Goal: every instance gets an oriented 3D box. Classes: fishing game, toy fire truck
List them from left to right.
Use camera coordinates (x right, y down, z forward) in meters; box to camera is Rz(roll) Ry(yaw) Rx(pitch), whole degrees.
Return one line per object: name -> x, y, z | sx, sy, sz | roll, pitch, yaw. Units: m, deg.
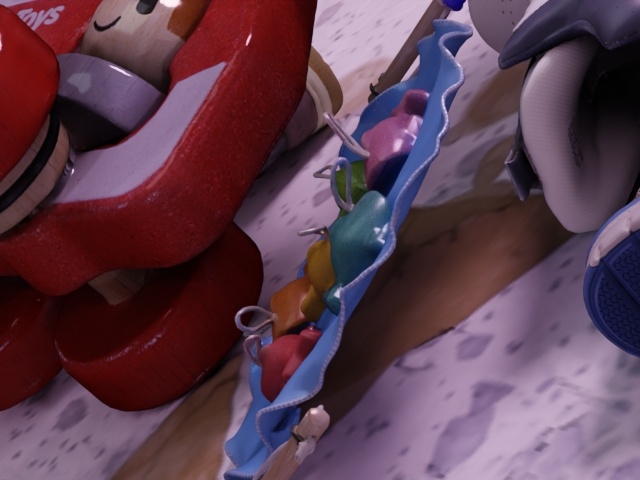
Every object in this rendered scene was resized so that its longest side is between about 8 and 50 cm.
toy fire truck -> -0.116, -0.069, 0.899 | 0.302, 0.169, 0.254 | -6, 49, 48
fishing game -> 0.000, 0.000, 0.709 | 0.189, 0.041, 0.264 | -56, 10, 54

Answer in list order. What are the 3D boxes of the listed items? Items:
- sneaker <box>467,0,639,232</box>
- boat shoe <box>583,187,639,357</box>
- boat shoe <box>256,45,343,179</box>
sneaker -> 0.096, -0.069, 0.711 | 0.153, 0.094, 0.235 | -44, 26, -23
boat shoe -> 0.156, -0.034, 0.576 | 0.183, 0.066, 0.066 | -29, 22, 27
boat shoe -> -0.085, -0.059, 1.021 | 0.223, 0.080, 0.073 | -7, 33, 48
